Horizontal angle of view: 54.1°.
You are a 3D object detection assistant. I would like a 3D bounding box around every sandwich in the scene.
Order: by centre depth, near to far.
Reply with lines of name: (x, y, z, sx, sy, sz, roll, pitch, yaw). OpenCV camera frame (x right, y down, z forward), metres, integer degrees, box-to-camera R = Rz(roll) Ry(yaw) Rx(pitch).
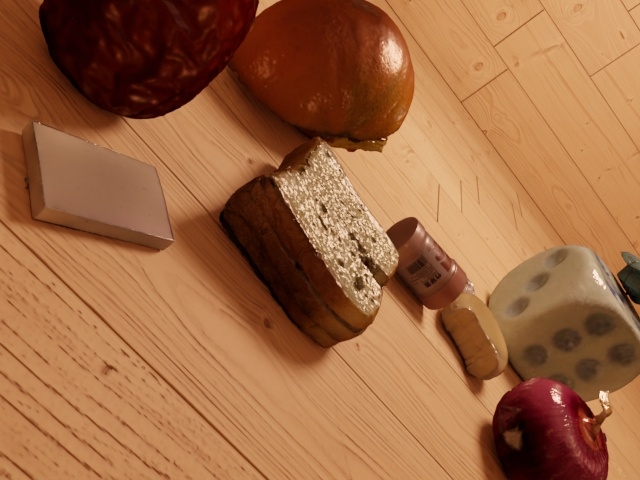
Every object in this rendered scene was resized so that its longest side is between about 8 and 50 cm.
sandwich: (0.001, -0.001, 0.871, 0.249, 0.095, 0.273, 56, 24, -8)

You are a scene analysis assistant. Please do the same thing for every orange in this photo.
orange: (0.026, -0.295, 1.084, 0.310, 0.274, 0.274, 37, 30, -47)

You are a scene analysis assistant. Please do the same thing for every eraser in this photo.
eraser: (-0.218, -0.052, 0.623, 0.150, 0.023, 0.104, 20, 43, -52)

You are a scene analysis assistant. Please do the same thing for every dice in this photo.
dice: (0.567, 0.190, 1.440, 0.265, 0.268, 0.263, 50, 27, -14)

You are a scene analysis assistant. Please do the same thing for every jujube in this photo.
jujube: (-0.181, -0.255, 0.691, 0.213, 0.232, 0.213, 45, 23, -24)

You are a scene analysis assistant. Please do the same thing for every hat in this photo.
hat: (0.734, 0.102, 1.444, 0.138, 0.077, 0.191, 59, 4, -17)

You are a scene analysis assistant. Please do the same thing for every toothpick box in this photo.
toothpick box: (0.182, 0.042, 1.131, 0.149, 0.098, 0.098, 45, 27, -19)

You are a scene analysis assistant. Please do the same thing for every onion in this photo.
onion: (0.378, 0.340, 1.054, 0.200, 0.200, 0.208, 6, 86, -58)

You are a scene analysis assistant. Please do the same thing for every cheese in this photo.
cheese: (0.311, 0.166, 1.247, 0.163, 0.070, 0.249, 54, 24, -3)

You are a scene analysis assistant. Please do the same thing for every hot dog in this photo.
hot dog: (0.000, -0.230, 1.146, 0.261, 0.093, 0.123, 40, 34, 2)
